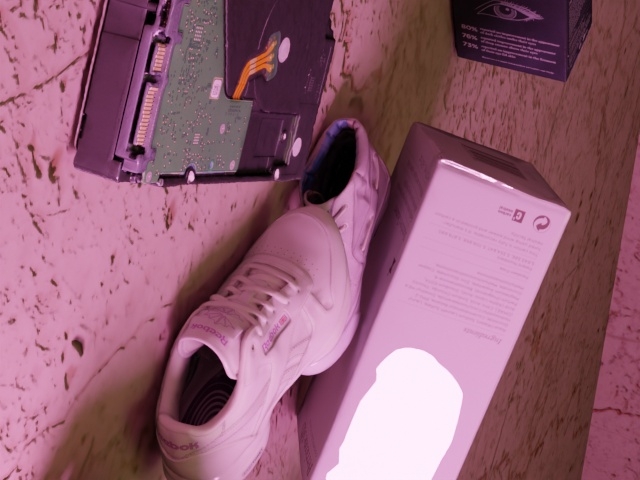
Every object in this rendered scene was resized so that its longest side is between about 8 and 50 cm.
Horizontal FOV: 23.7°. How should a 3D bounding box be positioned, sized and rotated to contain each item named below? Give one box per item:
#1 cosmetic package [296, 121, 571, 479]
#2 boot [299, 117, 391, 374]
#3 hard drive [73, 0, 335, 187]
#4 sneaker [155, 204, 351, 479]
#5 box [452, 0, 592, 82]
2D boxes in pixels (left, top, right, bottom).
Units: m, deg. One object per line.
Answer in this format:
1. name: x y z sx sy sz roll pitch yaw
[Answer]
1. cosmetic package: 0.110 0.089 1.640 0.217 0.156 0.385 -105 -144 -75
2. boot: 0.000 0.000 1.569 0.123 0.095 0.258 61 40 -56
3. hard drive: -0.074 -0.165 1.243 0.339 0.064 0.237 -12 116 -69
4. sneaker: -0.058 0.085 1.413 0.152 0.114 0.305 75 36 -58
5. box: 0.248 -0.312 1.876 0.207 0.153 0.108 79 33 -55
